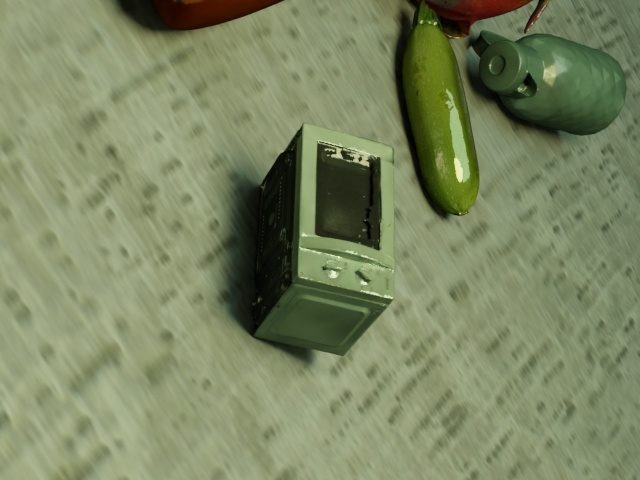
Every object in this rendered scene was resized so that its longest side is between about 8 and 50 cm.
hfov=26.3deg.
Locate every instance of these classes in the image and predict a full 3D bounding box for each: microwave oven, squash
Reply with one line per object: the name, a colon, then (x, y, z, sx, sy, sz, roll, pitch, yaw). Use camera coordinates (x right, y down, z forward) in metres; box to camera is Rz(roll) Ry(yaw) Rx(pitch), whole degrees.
microwave oven: (0.000, 0.000, 1.535, 0.122, 0.162, 0.208, 14, 55, -18)
squash: (0.162, -0.197, 1.932, 0.094, 0.094, 0.341, 14, 62, -48)

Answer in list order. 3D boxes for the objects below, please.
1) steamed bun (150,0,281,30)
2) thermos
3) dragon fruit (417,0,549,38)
steamed bun: (-0.048, -0.405, 1.575, 0.235, 0.379, 0.248, 61, 4, -7)
thermos: (0.349, -0.265, 2.176, 0.286, 0.145, 0.182, 9, 32, -49)
dragon fruit: (0.214, -0.427, 1.998, 0.290, 0.290, 0.189, 43, 71, -28)
